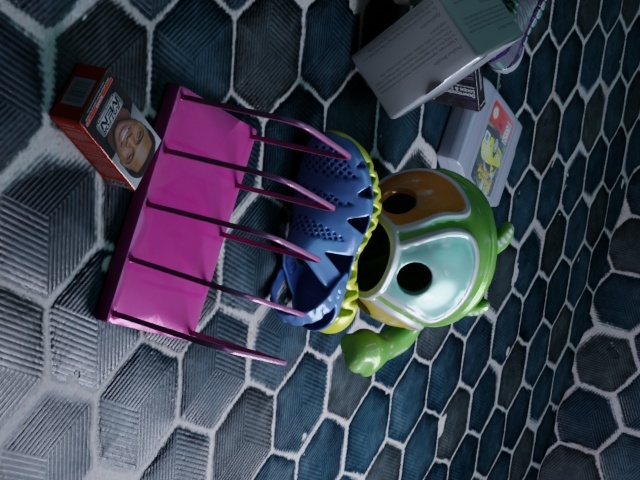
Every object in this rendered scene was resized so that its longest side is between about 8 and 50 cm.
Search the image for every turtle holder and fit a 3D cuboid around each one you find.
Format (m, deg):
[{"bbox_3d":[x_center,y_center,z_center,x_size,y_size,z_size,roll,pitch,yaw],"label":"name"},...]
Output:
[{"bbox_3d":[0.123,0.035,2.001,0.227,0.243,0.320,-5,149,-47],"label":"turtle holder"}]

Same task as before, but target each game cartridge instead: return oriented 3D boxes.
[{"bbox_3d":[0.303,-0.174,2.402,0.294,0.060,0.196,32,78,-63],"label":"game cartridge"}]

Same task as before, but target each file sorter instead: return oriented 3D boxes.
[{"bbox_3d":[-0.103,-0.009,1.535,0.202,0.182,0.291,25,81,-64],"label":"file sorter"}]

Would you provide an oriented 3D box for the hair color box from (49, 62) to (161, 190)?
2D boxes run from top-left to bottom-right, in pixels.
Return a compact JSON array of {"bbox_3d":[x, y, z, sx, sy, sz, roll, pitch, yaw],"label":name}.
[{"bbox_3d":[-0.231,-0.122,1.381,0.072,0.043,0.141,-66,153,-20],"label":"hair color box"}]

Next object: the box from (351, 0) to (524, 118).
[{"bbox_3d":[0.177,-0.292,1.911,0.119,0.181,0.182,57,36,1],"label":"box"}]

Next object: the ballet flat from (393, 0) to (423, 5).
[{"bbox_3d":[0.138,-0.430,1.840,0.483,0.164,0.182,-8,121,-66],"label":"ballet flat"}]

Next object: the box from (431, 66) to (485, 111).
[{"bbox_3d":[0.208,-0.289,2.078,0.029,0.116,0.162,-54,147,-32],"label":"box"}]

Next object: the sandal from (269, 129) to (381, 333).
[{"bbox_3d":[0.000,0.000,1.821,0.138,0.126,0.317,-21,120,-54],"label":"sandal"}]

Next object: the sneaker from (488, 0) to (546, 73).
[{"bbox_3d":[0.356,-0.423,2.343,0.098,0.083,0.224,13,92,-59],"label":"sneaker"}]
